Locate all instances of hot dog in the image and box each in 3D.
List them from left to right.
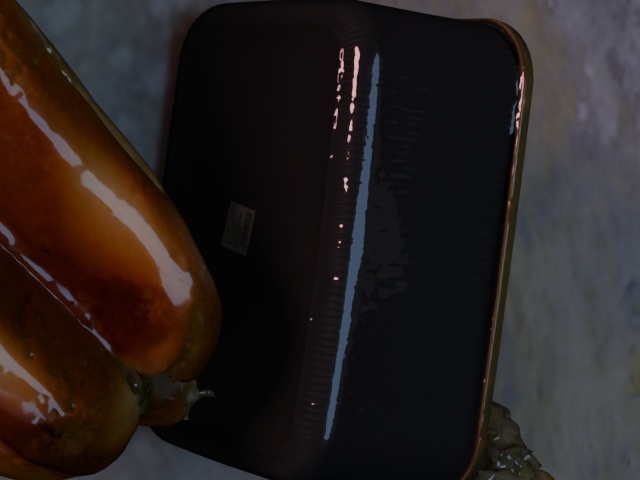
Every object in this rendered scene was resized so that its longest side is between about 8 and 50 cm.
[{"bbox_3d":[-0.159,-0.044,0.559,0.337,0.100,0.135,49,63,-20],"label":"hot dog"}]

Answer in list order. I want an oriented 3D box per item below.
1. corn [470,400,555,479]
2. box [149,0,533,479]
[{"bbox_3d":[0.052,0.244,0.777,0.130,0.130,0.347,6,95,-41],"label":"corn"},{"bbox_3d":[0.000,0.000,0.685,0.090,0.144,0.201,7,92,-38],"label":"box"}]
